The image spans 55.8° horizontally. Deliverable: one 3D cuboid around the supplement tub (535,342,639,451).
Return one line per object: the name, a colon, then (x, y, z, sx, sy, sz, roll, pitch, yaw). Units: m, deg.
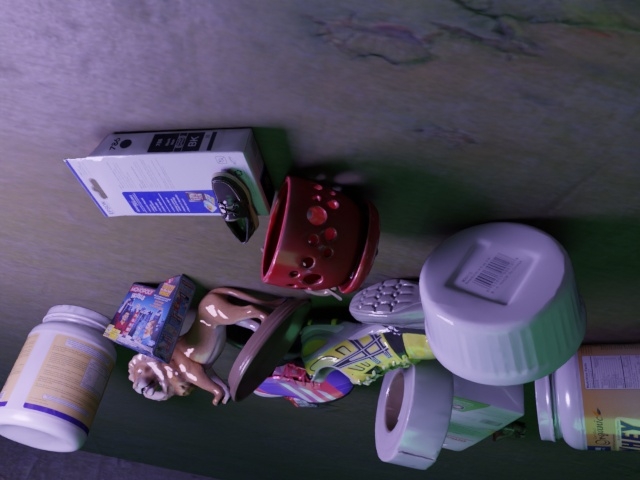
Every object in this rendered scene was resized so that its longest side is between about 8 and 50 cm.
supplement tub: (0.638, 0.339, 1.314, 0.316, 0.228, 0.228, -6, 141, 22)

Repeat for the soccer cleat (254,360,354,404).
soccer cleat: (-0.064, 0.377, 1.663, 0.318, 0.109, 0.116, -1, 139, 21)

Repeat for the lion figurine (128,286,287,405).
lion figurine: (-0.271, 0.235, 1.432, 0.240, 0.392, 0.142, 35, -179, 13)

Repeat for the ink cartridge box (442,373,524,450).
ink cartridge box: (0.367, 0.449, 1.631, 0.207, 0.119, 0.353, 16, 143, -8)

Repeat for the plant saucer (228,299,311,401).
plant saucer: (-0.118, 0.242, 1.372, 0.041, 0.278, 0.278, 35, 147, 14)

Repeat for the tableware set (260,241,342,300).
tableware set: (-0.031, 0.068, 1.277, 0.128, 0.039, 0.194, -14, 138, 31)

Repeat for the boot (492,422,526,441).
boot: (0.575, 0.587, 1.836, 0.087, 0.042, 0.118, 3, 144, 7)

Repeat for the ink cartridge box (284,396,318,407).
ink cartridge box: (-0.067, 0.497, 1.890, 0.115, 0.029, 0.063, -5, 142, 20)

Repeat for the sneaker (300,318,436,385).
sneaker: (0.134, 0.256, 1.375, 0.384, 0.147, 0.145, -6, 162, 29)

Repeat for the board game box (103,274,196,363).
board game box: (-0.384, 0.168, 1.411, 0.194, 0.194, 0.060, 10, 153, 38)

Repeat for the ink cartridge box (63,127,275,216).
ink cartridge box: (-0.260, -0.114, 1.065, 0.332, 0.065, 0.165, 0, 144, 12)

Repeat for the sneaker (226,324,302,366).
sneaker: (-0.169, 0.271, 1.554, 0.227, 0.087, 0.130, 17, 138, -18)

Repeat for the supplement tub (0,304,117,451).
supplement tub: (-0.692, 0.365, 1.612, 0.241, 0.331, 0.241, 8, 144, 5)

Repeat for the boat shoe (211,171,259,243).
boat shoe: (-0.144, -0.053, 1.025, 0.056, 0.049, 0.152, -4, 142, 20)

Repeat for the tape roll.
tape roll: (0.221, 0.399, 1.459, 0.100, 0.286, 0.286, 15, 144, -7)

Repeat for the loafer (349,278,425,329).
loafer: (0.213, 0.142, 1.240, 0.319, 0.112, 0.111, -5, 131, 30)

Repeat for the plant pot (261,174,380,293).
plant pot: (0.000, 0.000, 1.047, 0.174, 0.191, 0.191, 16, 145, -11)

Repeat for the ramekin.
ramekin: (0.303, 0.094, 1.034, 0.277, 0.277, 0.135, -6, 134, 22)
